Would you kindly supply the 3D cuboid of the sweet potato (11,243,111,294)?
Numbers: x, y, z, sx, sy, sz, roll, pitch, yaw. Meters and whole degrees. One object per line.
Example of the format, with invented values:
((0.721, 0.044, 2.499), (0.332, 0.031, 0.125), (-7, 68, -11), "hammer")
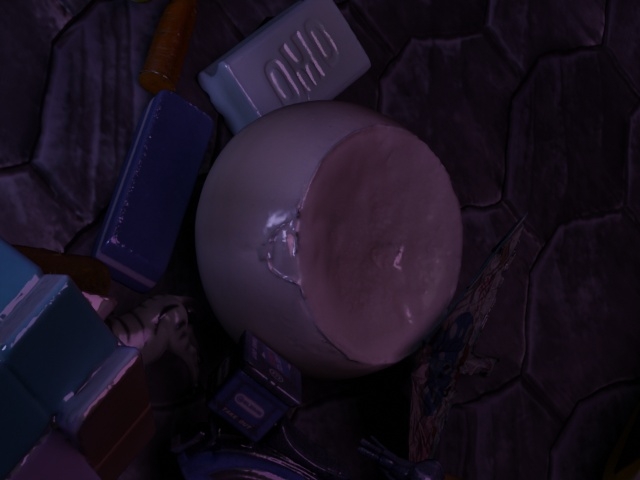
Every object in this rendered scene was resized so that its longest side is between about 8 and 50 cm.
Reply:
((-0.321, 0.044, 1.725), (0.243, 0.077, 0.077), (2, 77, -39), "sweet potato")

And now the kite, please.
((0.161, 0.146, 1.991), (0.406, 0.014, 0.368), (-68, 160, 1), "kite")

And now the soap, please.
((-0.041, -0.203, 2.014), (0.198, 0.066, 0.119), (-42, 103, -37), "soap")

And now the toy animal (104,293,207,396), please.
((-0.202, 0.107, 1.778), (0.217, 0.073, 0.176), (-32, 119, -41), "toy animal")

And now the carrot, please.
((-0.172, -0.235, 1.934), (0.048, 0.048, 0.139), (30, 59, -29), "carrot")

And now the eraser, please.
((-0.186, -0.056, 1.880), (0.082, 0.036, 0.225), (30, 62, -28), "eraser")

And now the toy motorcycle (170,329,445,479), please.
((0.004, 0.274, 1.810), (0.358, 0.212, 0.125), (38, 17, -15), "toy motorcycle")

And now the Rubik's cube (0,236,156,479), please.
((-0.347, 0.149, 1.507), (0.387, 0.368, 0.358), (45, 70, -19), "Rubik's cube")

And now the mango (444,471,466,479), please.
((0.224, 0.394, 1.967), (0.384, 0.221, 0.199), (38, 40, -21), "mango")

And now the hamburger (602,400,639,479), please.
((0.497, 0.262, 2.219), (0.151, 0.227, 0.295), (37, 58, 3), "hamburger")

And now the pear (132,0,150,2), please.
((-0.210, -0.314, 1.902), (0.097, 0.092, 0.092), (65, 32, -65), "pear")

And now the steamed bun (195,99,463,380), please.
((0.000, 0.000, 1.891), (0.324, 0.206, 0.324), (-4, 95, -46), "steamed bun")
